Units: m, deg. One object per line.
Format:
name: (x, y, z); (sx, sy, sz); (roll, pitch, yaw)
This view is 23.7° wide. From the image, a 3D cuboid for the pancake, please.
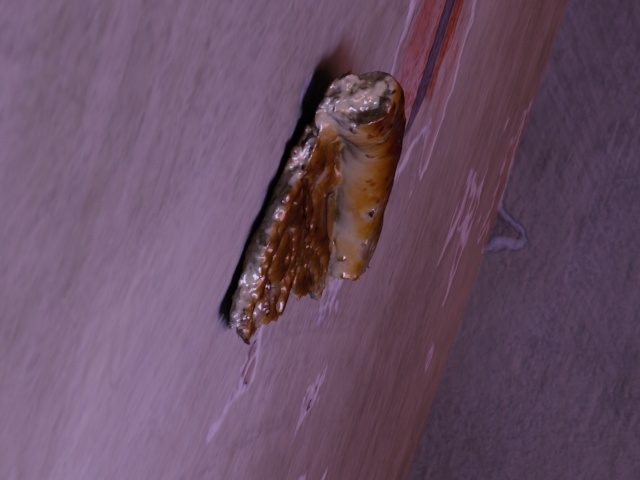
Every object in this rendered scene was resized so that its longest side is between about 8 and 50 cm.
pancake: (0.000, 0.000, 1.117); (0.266, 0.057, 0.244); (98, 17, -48)
